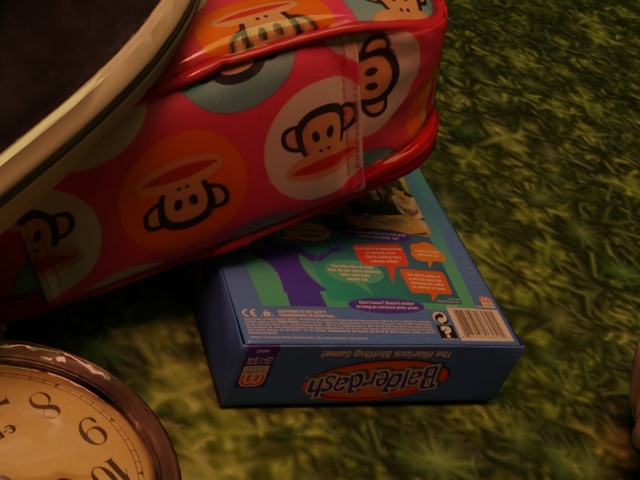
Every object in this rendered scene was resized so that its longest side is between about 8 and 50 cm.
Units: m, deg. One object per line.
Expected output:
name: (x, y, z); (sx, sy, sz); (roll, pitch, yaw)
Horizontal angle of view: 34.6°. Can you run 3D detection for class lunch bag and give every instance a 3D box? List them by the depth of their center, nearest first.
lunch bag: (-0.107, -0.104, 0.543); (0.293, 0.120, 0.258); (-21, 47, -18)

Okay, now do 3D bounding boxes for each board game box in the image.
board game box: (0.000, 0.000, 0.587); (0.160, 0.047, 0.210); (3, 40, -24)

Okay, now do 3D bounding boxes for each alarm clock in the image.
alarm clock: (-0.106, 0.112, 0.369); (0.192, 0.064, 0.129); (38, 38, 25)

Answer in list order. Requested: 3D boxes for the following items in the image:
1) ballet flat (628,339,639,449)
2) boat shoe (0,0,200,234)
ballet flat: (0.250, 0.077, 0.576); (0.139, 0.139, 0.400); (41, 35, 24)
boat shoe: (-0.179, -0.082, 0.341); (0.187, 0.156, 0.500); (10, 45, 22)
